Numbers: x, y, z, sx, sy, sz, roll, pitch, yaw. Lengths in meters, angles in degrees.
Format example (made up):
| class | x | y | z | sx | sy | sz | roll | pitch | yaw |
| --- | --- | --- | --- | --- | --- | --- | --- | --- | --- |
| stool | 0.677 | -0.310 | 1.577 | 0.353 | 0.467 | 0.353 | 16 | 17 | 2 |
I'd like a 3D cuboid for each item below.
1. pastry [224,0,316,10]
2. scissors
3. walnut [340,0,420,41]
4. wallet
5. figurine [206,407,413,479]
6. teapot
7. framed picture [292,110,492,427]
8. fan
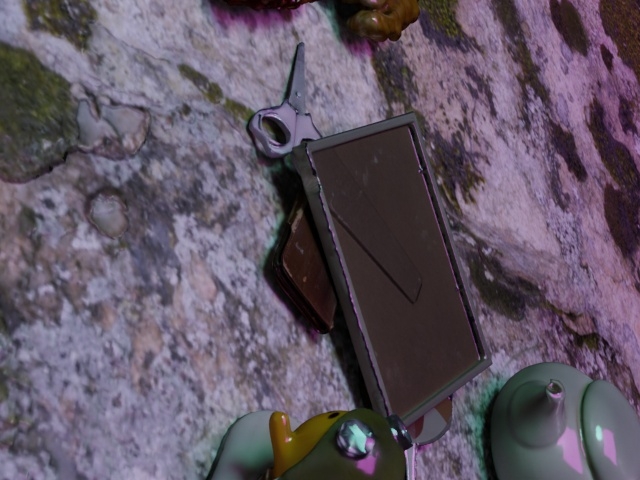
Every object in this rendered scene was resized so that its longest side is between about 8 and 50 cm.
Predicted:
| class | x | y | z | sx | sy | sz | roll | pitch | yaw |
| --- | --- | --- | --- | --- | --- | --- | --- | --- | --- |
| pastry | -0.043 | -0.285 | 1.057 | 0.208 | 0.097 | 0.115 | -23 | 103 | -60 |
| scissors | -0.023 | -0.138 | 1.067 | 0.100 | 0.015 | 0.189 | 29 | 44 | -26 |
| walnut | 0.057 | -0.301 | 1.238 | 0.143 | 0.069 | 0.170 | 61 | 34 | -17 |
| wallet | 0.000 | 0.000 | 1.027 | 0.095 | 0.026 | 0.176 | 56 | 34 | -28 |
| figurine | 0.018 | 0.224 | 0.795 | 0.167 | 0.141 | 0.249 | 13 | 54 | -49 |
| teapot | 0.300 | 0.291 | 1.206 | 0.220 | 0.149 | 0.318 | -4 | 75 | -56 |
| framed picture | 0.080 | 0.025 | 1.073 | 0.211 | 0.020 | 0.289 | -23 | 98 | -53 |
| fan | 0.088 | 0.178 | 1.063 | 0.153 | 0.008 | 0.226 | 19 | 62 | -41 |
